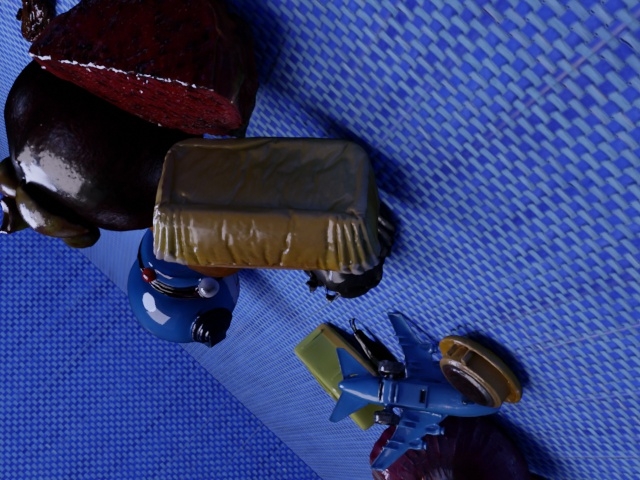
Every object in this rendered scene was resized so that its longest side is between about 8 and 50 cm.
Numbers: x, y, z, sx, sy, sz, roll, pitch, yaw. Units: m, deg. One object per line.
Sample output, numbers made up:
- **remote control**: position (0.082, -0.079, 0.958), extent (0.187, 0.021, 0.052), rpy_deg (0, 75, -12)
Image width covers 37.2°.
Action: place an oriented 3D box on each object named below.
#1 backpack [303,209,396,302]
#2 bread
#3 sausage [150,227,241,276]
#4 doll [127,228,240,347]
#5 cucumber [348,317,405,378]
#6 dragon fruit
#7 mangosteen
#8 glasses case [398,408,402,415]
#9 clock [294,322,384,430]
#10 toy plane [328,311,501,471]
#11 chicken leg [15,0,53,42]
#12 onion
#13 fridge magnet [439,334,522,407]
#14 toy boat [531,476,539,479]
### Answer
- **backpack**: position (0.000, 0.000, 1.366), extent (0.206, 0.133, 0.258), rpy_deg (46, 169, 2)
- **bread**: position (-0.068, -0.043, 1.184), extent (0.288, 0.153, 0.119), rpy_deg (2, 150, 5)
- **sausage**: position (-0.217, -0.047, 1.649), extent (0.268, 0.153, 0.141), rpy_deg (51, 160, -25)
- **doll**: position (-0.280, 0.078, 1.958), extent (0.284, 0.240, 0.310), rpy_deg (53, 160, 19)
- **cucumber**: position (0.106, 0.209, 1.742), extent (0.039, 0.043, 0.163), rpy_deg (-29, 114, 32)
- **dragon fruit**: position (-0.174, -0.232, 1.192), extent (0.317, 0.152, 0.205), rpy_deg (15, 168, 30)
- **mangosteen**: position (-0.341, -0.129, 1.415), extent (0.307, 0.347, 0.307), rpy_deg (40, -169, -9)
- **glasses case**: position (0.195, 0.333, 1.779), extent (0.087, 0.065, 0.248), rpy_deg (30, 157, 30)
- **clock**: position (0.047, 0.259, 1.835), extent (0.143, 0.096, 0.202), rpy_deg (53, 171, -35)
- **toy plane**: position (0.147, 0.244, 1.507), extent (0.271, 0.254, 0.105), rpy_deg (3, 173, 24)
- **chicken leg**: position (-0.497, -0.388, 1.644), extent (0.205, 0.053, 0.093), rpy_deg (-18, 94, 62)
- **onion**: position (0.218, 0.392, 1.592), extent (0.272, 0.256, 0.230), rpy_deg (138, 122, -61)
- **fridge magnet**: position (0.230, 0.193, 1.393), extent (0.143, 0.063, 0.143), rpy_deg (36, 160, 16)
- **toy boat**: position (0.431, 0.486, 1.629), extent (0.392, 0.079, 0.136), rpy_deg (17, 147, 49)
